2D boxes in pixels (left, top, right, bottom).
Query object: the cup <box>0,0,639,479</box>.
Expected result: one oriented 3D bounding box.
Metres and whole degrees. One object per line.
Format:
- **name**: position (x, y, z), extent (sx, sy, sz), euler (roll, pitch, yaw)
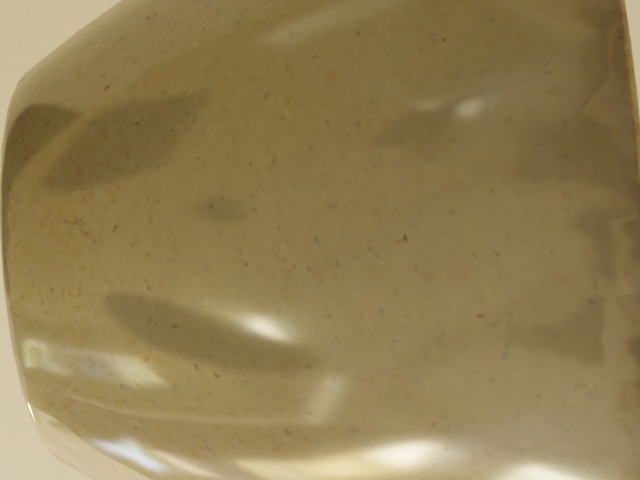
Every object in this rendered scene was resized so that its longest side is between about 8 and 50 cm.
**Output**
- **cup**: position (0.000, 0.000, 0.709), extent (0.237, 0.331, 0.331), euler (-4, -67, 3)
